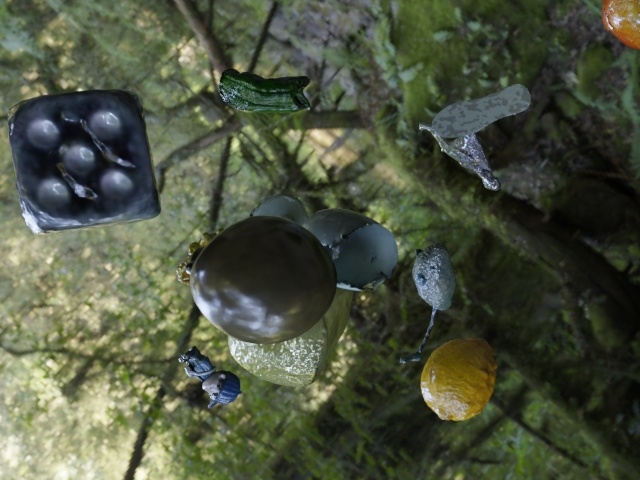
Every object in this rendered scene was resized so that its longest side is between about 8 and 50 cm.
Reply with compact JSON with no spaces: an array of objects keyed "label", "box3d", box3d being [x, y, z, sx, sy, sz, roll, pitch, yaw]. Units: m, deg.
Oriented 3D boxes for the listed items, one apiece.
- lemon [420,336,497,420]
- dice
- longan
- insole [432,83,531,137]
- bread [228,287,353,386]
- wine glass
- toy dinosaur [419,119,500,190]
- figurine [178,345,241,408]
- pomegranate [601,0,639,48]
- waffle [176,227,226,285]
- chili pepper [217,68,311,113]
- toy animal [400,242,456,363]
[{"label":"lemon","box3d":[0.274,0.268,1.566,0.142,0.187,0.142,30,159,13]},{"label":"dice","box3d":[-0.322,-0.105,1.095,0.182,0.183,0.181,-171,73,-78]},{"label":"longan","box3d":[-0.082,0.046,0.992,0.205,0.159,0.185,14,-169,31]},{"label":"insole","box3d":[0.291,-0.234,1.445,0.006,0.193,0.065,-19,-89,-57]},{"label":"bread","box3d":[-0.067,0.189,1.855,0.237,0.320,0.320,29,171,5]},{"label":"wine glass","box3d":[0.000,0.000,1.389,0.143,0.143,0.321,46,164,-28]},{"label":"toy dinosaur","box3d":[0.345,-0.213,1.871,0.162,0.077,0.294,37,-176,36]},{"label":"figurine","box3d":[-0.220,0.271,1.607,0.136,0.079,0.077,56,144,7]},{"label":"pomegranate","box3d":[0.698,-0.502,1.653,0.210,0.210,0.235,42,177,-1]},{"label":"waffle","box3d":[-0.270,0.050,2.033,0.249,0.253,0.056,11,-129,-56]},{"label":"chili pepper","box3d":[-0.118,-0.321,1.733,0.225,0.098,0.061,13,169,18]},{"label":"toy animal","box3d":[0.197,0.110,1.438,0.079,0.252,0.070,6,-147,1]}]
